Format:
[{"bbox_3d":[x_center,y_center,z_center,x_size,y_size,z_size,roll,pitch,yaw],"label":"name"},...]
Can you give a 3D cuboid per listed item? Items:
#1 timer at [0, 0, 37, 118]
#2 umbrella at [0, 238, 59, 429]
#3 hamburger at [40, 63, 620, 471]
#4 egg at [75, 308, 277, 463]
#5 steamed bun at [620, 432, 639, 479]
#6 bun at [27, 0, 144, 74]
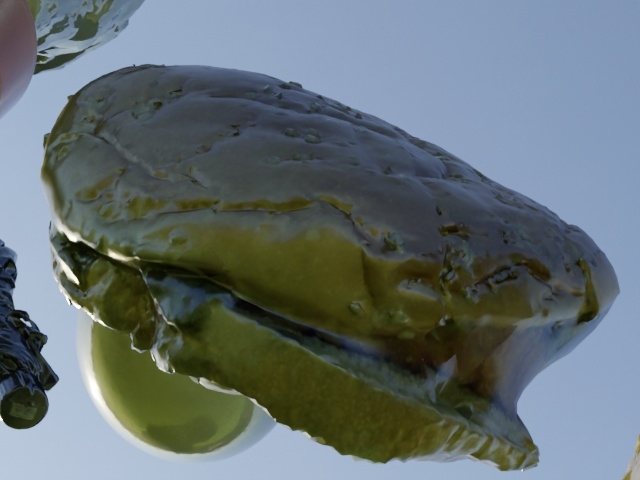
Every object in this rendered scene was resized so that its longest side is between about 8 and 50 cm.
[{"bbox_3d":[-0.229,-0.079,0.762,0.132,0.152,0.132,2,-56,3],"label":"timer"},{"bbox_3d":[-0.255,0.067,1.111,0.080,0.224,0.071,-39,-52,0],"label":"umbrella"},{"bbox_3d":[0.002,0.001,0.717,0.265,0.134,0.285,18,7,-43],"label":"hamburger"},{"bbox_3d":[-0.113,0.087,1.244,0.188,0.189,0.254,8,-26,14],"label":"egg"},{"bbox_3d":[0.229,0.064,0.572,0.189,0.428,0.247,29,-26,4],"label":"steamed bun"},{"bbox_3d":[-0.284,-0.209,1.112,0.354,0.354,0.194,-3,-60,21],"label":"bun"}]
